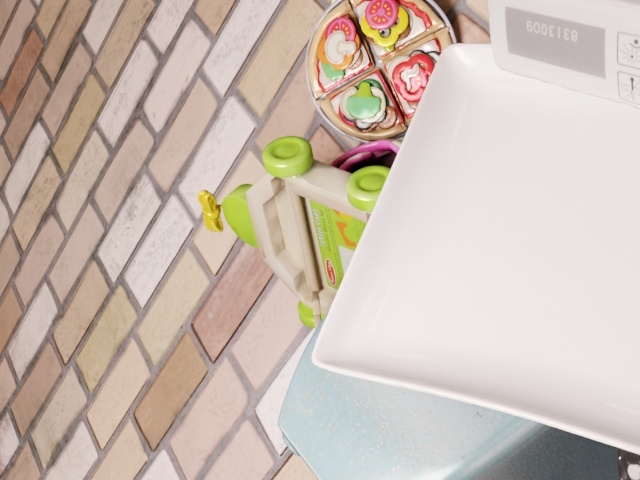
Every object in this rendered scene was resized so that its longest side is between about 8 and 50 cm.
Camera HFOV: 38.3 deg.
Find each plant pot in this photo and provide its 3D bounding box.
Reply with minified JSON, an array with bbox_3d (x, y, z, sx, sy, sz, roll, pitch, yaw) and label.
[{"bbox_3d":[0.110,0.169,0.865,0.252,0.248,0.247,-37,49,-8],"label":"plant pot"}]

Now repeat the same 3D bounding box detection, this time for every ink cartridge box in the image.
[{"bbox_3d":[0.375,-0.213,0.730,0.308,0.385,0.091,29,141,45],"label":"ink cartridge box"}]

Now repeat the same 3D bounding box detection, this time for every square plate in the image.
[{"bbox_3d":[0.200,-0.012,0.747,0.347,0.049,0.344,10,67,36],"label":"square plate"}]

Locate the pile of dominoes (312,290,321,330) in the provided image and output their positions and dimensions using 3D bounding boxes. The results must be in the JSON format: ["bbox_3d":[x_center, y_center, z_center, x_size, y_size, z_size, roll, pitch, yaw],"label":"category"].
[{"bbox_3d":[0.020,0.189,1.060,0.196,0.040,0.251,-96,2,-55],"label":"pile of dominoes"}]

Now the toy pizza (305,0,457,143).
[{"bbox_3d":[0.071,-0.220,1.147,0.201,0.032,0.201,2,96,21],"label":"toy pizza"}]

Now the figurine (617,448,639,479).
[{"bbox_3d":[0.374,0.216,0.719,0.209,0.215,0.092,-14,30,40],"label":"figurine"}]

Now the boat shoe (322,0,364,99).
[{"bbox_3d":[0.052,-0.279,1.211,0.073,0.080,0.223,7,91,19],"label":"boat shoe"}]

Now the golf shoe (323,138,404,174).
[{"bbox_3d":[0.039,-0.070,1.134,0.306,0.140,0.115,-16,73,44],"label":"golf shoe"}]

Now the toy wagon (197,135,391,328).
[{"bbox_3d":[0.000,0.000,1.079,0.344,0.068,0.267,24,142,33],"label":"toy wagon"}]
